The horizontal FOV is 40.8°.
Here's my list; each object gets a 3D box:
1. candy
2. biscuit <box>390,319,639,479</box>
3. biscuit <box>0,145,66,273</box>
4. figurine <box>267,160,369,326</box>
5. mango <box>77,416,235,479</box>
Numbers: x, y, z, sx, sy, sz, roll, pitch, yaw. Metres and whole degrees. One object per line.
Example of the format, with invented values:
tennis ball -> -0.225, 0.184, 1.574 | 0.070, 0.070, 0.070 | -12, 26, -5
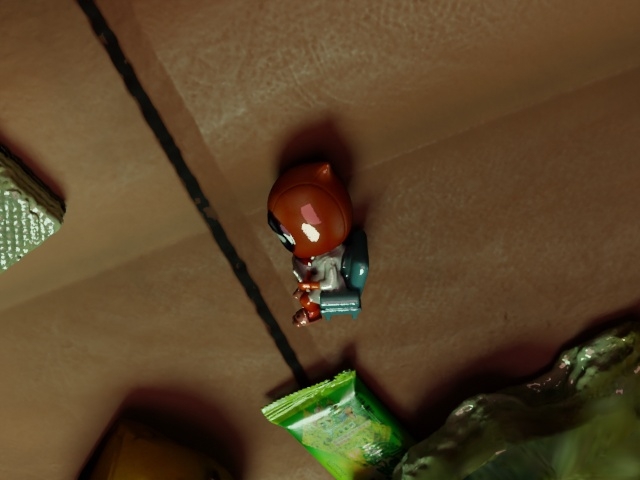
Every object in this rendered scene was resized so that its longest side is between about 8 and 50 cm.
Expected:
candy -> 0.036, 0.195, 0.828 | 0.102, 0.032, 0.178 | -33, 117, 16
biscuit -> 0.206, 0.212, 0.803 | 0.329, 0.078, 0.335 | 12, 117, -19
biscuit -> -0.310, -0.053, 0.671 | 0.121, 0.040, 0.199 | -33, 117, 20
figurine -> 0.000, 0.000, 0.688 | 0.075, 0.068, 0.140 | -6, 123, 6
mango -> -0.162, 0.294, 0.830 | 0.166, 0.136, 0.236 | 25, 123, -18
